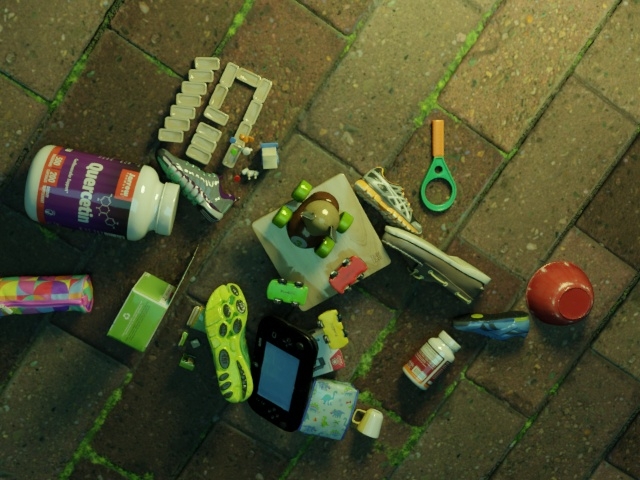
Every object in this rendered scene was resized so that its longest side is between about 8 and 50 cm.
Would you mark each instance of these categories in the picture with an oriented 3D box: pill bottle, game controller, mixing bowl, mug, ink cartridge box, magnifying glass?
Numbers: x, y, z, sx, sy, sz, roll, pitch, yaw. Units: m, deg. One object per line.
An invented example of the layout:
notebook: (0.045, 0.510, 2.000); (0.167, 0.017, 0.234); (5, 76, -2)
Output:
pill bottle: (-0.500, -0.104, 1.618); (0.323, 0.181, 0.181); (11, 100, -8)
game controller: (-0.100, 0.335, 1.741); (0.167, 0.067, 0.319); (21, 121, 15)
mixing bowl: (0.647, 0.151, 1.832); (0.182, 0.098, 0.181); (-1, 100, -6)
pill bottle: (0.295, 0.313, 1.833); (0.086, 0.086, 0.152); (42, 94, -12)
mug: (0.131, 0.485, 1.864); (0.078, 0.062, 0.064); (23, 90, -16)
ink cartridge box: (-0.394, 0.114, 1.670); (0.097, 0.189, 0.255); (28, 96, -9)
ink cartridge box: (-0.025, 0.295, 1.807); (0.151, 0.063, 0.109); (-18, 103, -2)
magnifying glass: (0.298, -0.189, 1.768); (0.092, 0.026, 0.230); (-3, 103, -5)

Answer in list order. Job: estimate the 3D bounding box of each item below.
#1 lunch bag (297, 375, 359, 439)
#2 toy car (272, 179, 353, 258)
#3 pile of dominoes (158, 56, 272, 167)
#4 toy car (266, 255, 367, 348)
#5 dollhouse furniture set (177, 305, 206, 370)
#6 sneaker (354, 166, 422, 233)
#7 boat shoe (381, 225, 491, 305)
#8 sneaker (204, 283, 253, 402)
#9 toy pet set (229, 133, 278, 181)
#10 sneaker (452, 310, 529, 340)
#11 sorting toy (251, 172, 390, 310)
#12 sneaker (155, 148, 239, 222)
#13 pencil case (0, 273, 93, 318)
lunch bag: (0.017, 0.440, 1.824); (0.129, 0.096, 0.151); (15, 90, -9)
toy car: (-0.011, -0.037, 1.586); (0.155, 0.188, 0.149); (36, 96, -11)
pile of dominoes: (-0.257, -0.312, 1.689); (0.196, 0.040, 0.251); (25, 89, -10)
toy car: (-0.019, 0.132, 1.690); (0.225, 0.053, 0.238); (12, 99, -8)
dollhouse furniture set: (-0.315, 0.248, 1.770); (0.076, 0.058, 0.151); (25, 98, -11)
sneaker: (0.185, -0.096, 1.746); (0.215, 0.084, 0.083); (43, 76, -18)
boat shoe: (0.282, 0.065, 1.759); (0.325, 0.116, 0.096); (27, 99, -23)
sneaker: (-0.234, 0.257, 1.753); (0.110, 0.123, 0.295); (-4, 86, -12)
toy pet set: (-0.160, -0.214, 1.690); (0.114, 0.065, 0.122); (-4, 129, -5)
sneaker: (0.453, 0.235, 1.843); (0.210, 0.069, 0.082); (-2, 105, -6)
sorting toy: (0.000, 0.000, 1.738); (0.256, 0.089, 0.257); (-29, 103, 1)
sneaker: (-0.301, -0.151, 1.697); (0.098, 0.083, 0.223); (-46, 106, -20)
pencil case: (-0.677, 0.135, 1.690); (0.237, 0.104, 0.104); (-4, 102, -6)
